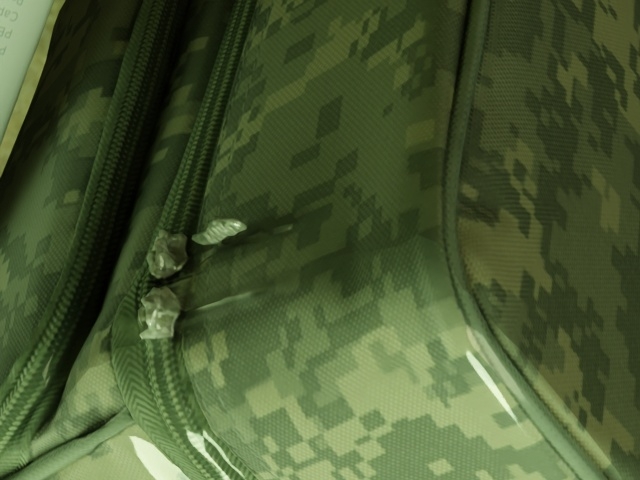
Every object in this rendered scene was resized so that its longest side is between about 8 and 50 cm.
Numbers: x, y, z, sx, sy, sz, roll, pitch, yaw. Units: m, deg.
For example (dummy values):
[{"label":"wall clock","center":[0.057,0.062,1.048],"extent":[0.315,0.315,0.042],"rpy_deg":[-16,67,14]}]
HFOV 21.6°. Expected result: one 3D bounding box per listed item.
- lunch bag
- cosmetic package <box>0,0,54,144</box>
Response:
[{"label":"lunch bag","center":[0.000,0.000,0.551],"extent":[0.212,0.256,0.305],"rpy_deg":[43,42,-35]},{"label":"cosmetic package","center":[-0.204,-0.080,0.502],"extent":[0.138,0.224,0.224],"rpy_deg":[7,108,-49]}]
